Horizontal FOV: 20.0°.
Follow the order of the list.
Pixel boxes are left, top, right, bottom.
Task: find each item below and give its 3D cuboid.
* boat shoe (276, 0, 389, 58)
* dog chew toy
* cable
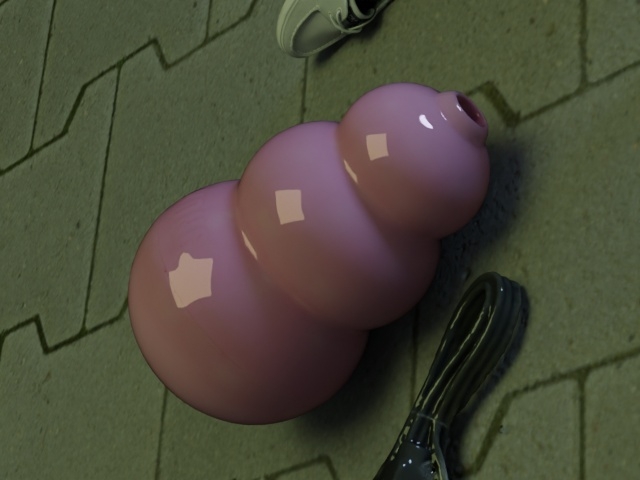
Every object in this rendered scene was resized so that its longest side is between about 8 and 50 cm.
[{"bbox_3d":[0.031,-0.224,1.666,0.184,0.066,0.063,-38,41,23],"label":"boat shoe"},{"bbox_3d":[0.000,0.000,1.455,0.332,0.206,0.206,-41,41,23],"label":"dog chew toy"},{"bbox_3d":[0.087,0.167,1.380,0.287,0.072,0.139,-65,14,-18],"label":"cable"}]
